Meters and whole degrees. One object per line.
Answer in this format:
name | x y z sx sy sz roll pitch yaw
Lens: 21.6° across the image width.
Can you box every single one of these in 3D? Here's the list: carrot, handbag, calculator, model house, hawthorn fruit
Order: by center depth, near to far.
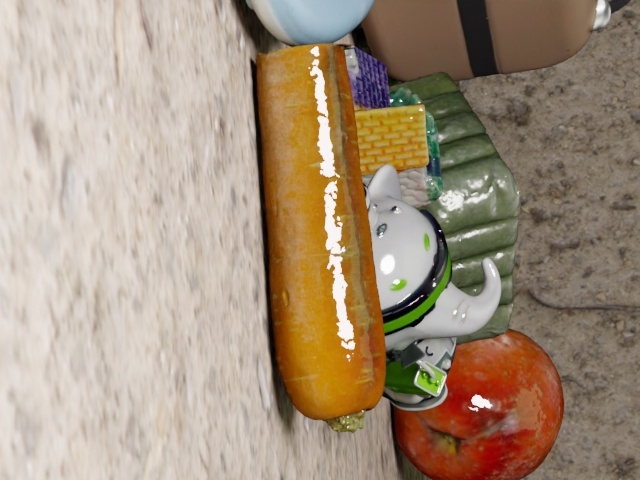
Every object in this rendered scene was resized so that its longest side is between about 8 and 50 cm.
carrot | 0.000 0.000 0.975 0.067 0.067 0.225 22 62 -81
calculator | -0.007 -0.216 1.032 0.302 0.042 0.188 -51 131 -67
model house | 0.040 -0.088 1.221 0.100 0.088 0.100 75 10 -58
handbag | 0.156 -0.255 1.436 0.302 0.283 0.149 65 20 -67
hawthorn fruit | 0.148 0.157 1.583 0.173 0.173 0.172 -5 90 -82

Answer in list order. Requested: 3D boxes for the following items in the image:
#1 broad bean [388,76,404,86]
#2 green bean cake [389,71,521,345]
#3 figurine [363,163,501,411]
broad bean | 0.080 -0.139 1.649 0.075 0.067 0.325 28 55 -44
green bean cake | 0.098 -0.022 1.427 0.183 0.094 0.185 -117 -166 -47
figurine | 0.042 0.035 1.083 0.192 0.126 0.147 61 42 -43
